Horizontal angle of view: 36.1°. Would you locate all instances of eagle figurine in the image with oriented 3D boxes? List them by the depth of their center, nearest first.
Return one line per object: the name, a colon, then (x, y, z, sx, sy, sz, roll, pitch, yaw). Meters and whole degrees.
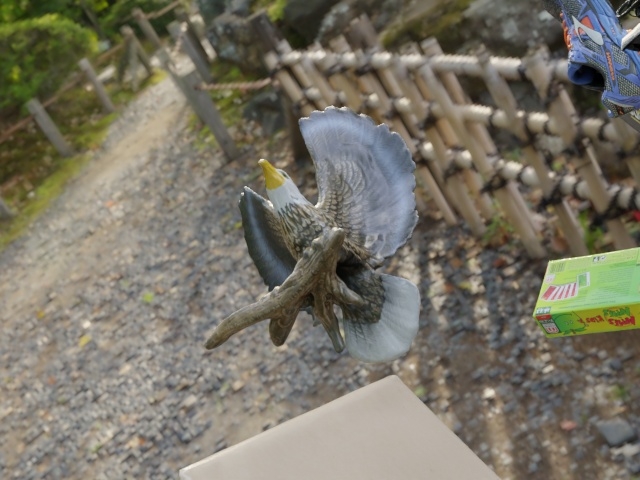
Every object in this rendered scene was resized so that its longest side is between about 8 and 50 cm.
eagle figurine: (-0.003, -0.010, 1.104, 0.226, 0.225, 0.298, 0, 20, 4)

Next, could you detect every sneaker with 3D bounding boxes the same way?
sneaker: (0.313, -0.227, 1.135, 0.087, 0.083, 0.221, -38, 50, 11)

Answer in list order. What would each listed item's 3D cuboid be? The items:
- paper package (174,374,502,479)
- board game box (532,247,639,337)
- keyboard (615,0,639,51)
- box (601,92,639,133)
paper package: (0.057, 0.277, 0.638, 0.168, 0.325, 0.309, -54, -21, 21)
board game box: (0.349, 0.058, 1.153, 0.181, 0.043, 0.092, -12, 39, 40)
keyboard: (0.299, -0.203, 0.738, 0.100, 0.038, 0.192, 5, -22, -18)
box: (0.586, -0.236, 1.225, 0.394, 0.097, 0.318, -24, 25, 3)
